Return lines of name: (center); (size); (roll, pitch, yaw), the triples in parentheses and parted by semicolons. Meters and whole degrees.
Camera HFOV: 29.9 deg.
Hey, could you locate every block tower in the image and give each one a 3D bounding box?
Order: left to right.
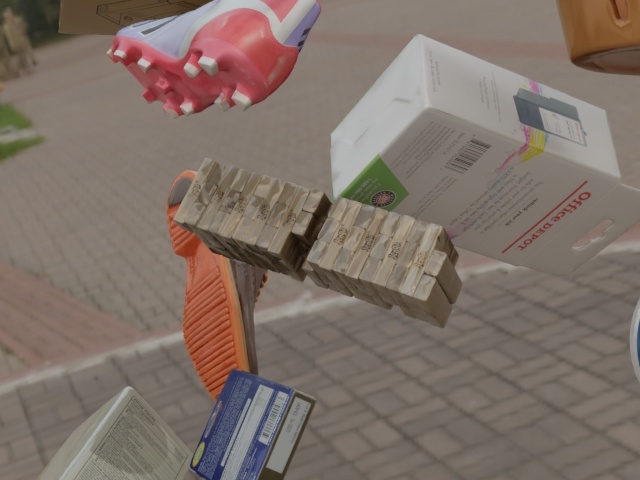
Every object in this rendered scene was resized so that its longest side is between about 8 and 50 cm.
block tower: (0.000, 0.000, 1.387); (0.335, 0.097, 0.091); (18, 73, 26)

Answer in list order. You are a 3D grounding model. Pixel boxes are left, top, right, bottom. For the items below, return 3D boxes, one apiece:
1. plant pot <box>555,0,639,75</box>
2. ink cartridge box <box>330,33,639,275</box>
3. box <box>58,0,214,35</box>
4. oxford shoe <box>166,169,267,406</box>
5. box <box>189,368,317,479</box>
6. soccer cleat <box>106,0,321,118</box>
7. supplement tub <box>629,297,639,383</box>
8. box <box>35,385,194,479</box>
plant pot: (0.368, -0.291, 1.282); (0.291, 0.203, 0.291); (2, -1, 0)
ink cartridge box: (0.213, -0.090, 1.452); (0.353, 0.119, 0.207); (18, -40, -25)
box: (-0.185, -0.261, 1.321); (0.201, 0.021, 0.164); (-1, -12, -14)
oxford shoe: (-0.123, 0.068, 1.742); (0.133, 0.363, 0.130); (7, -26, -40)
box: (-0.081, 0.222, 1.356); (0.036, 0.136, 0.225); (26, -8, -21)
soccer cleat: (-0.086, -0.149, 0.924); (0.095, 0.083, 0.248); (-47, 25, -15)
supplement tub: (0.337, 0.082, 0.889); (0.144, 0.144, 0.200); (-19, 7, -13)
box: (-0.282, 0.329, 1.524); (0.121, 0.148, 0.311); (-39, 7, 19)
